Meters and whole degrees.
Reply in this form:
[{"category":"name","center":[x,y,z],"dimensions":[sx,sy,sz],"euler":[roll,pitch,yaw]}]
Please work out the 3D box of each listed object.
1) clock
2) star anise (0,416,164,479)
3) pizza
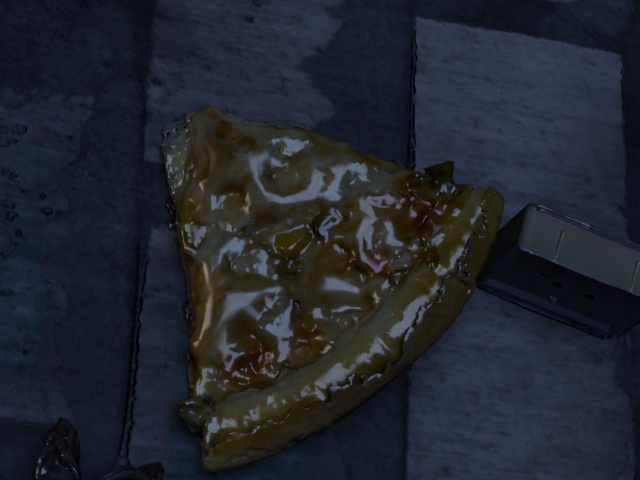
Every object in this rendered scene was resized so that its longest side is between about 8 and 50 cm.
[{"category":"clock","center":[0.304,0.039,1.666],"dimensions":[0.192,0.147,0.071],"euler":[21,65,-8]},{"category":"star anise","center":[-0.277,0.330,1.389],"dimensions":[0.331,0.117,0.332],"euler":[7,62,-14]},{"category":"pizza","center":[0.020,0.024,1.562],"dimensions":[0.391,0.080,0.435],"euler":[-8,72,0]}]
